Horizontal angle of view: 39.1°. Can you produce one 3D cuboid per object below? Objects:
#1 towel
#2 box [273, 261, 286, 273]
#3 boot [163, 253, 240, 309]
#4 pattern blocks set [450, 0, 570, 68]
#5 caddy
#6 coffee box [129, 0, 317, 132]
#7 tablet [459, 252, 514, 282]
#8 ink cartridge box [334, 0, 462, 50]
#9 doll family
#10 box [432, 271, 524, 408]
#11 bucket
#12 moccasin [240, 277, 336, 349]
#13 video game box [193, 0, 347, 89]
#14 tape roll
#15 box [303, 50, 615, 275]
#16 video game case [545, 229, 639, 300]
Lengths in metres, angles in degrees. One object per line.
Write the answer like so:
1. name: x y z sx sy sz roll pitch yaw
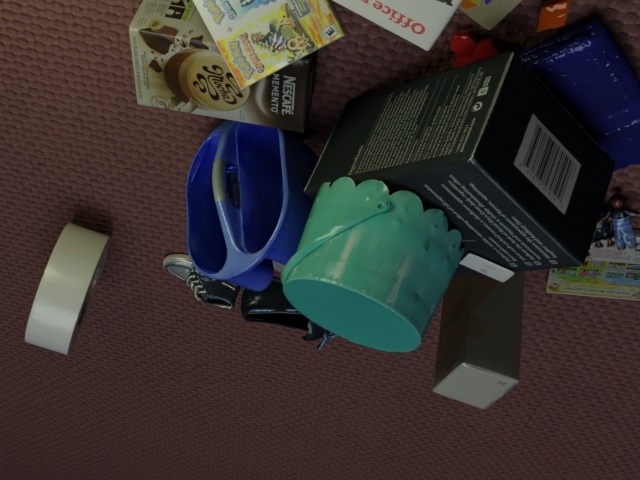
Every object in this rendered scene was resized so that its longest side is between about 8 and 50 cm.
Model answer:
1. towel: 0.429 -0.219 1.507 0.227 0.076 0.308 -21 133 31
2. box: -0.089 0.031 1.918 0.145 0.038 0.186 31 167 -22
3. boot: -0.278 0.095 2.080 0.190 0.086 0.069 15 142 -3
4. pattern blocks set: 0.250 -0.406 1.345 0.285 0.026 0.325 38 137 -21
5. caddy: -0.130 -0.075 1.626 0.241 0.341 0.179 -27 143 28
6. coffee box: -0.157 -0.302 1.522 0.297 0.119 0.168 10 141 3
7. tablet: 0.276 0.046 1.501 0.083 0.006 0.054 24 158 -2
8. ink cartridge box: 0.135 -0.445 1.226 0.226 0.131 0.306 27 137 -5
9. doll family: 0.513 -0.029 1.709 0.193 0.076 0.111 -13 107 14
10. box: 0.322 0.162 1.812 0.121 0.311 0.148 20 141 -9
11. bucket: 0.080 0.046 1.468 0.281 0.183 0.281 21 157 10
12. moccasin: -0.022 0.189 2.100 0.342 0.117 0.138 12 142 1
13. video game box: -0.088 -0.363 1.376 0.187 0.048 0.205 -25 102 16
14. tape roll: -0.562 0.107 2.018 0.100 0.286 0.286 19 142 -9
15. box: 0.226 -0.104 1.507 0.293 0.212 0.395 38 153 -30
16. video game case: 0.584 0.047 1.830 0.227 0.026 0.206 4 141 9
